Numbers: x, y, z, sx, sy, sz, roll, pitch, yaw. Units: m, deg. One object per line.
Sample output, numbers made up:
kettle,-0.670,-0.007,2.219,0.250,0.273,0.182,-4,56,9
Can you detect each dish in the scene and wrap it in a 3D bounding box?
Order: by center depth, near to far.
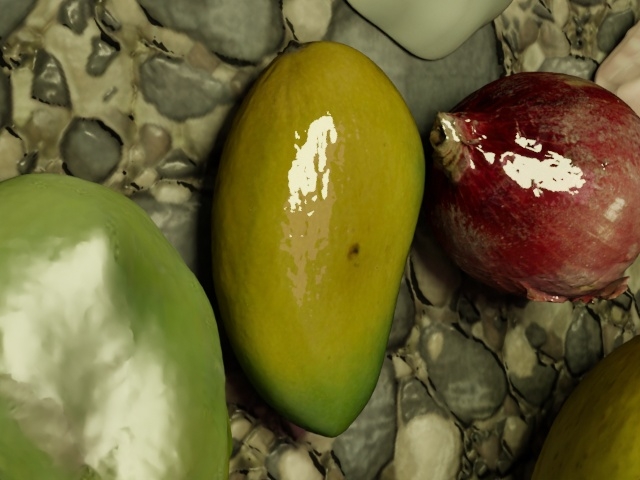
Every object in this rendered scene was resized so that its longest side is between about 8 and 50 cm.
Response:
dish,0.091,-0.220,0.930,0.191,0.066,0.190,0,91,-38

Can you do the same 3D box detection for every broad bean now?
broad bean,-0.121,0.072,0.746,0.169,0.100,0.228,-48,116,-35

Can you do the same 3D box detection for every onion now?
onion,0.130,-0.044,0.907,0.195,0.159,0.159,19,79,-43

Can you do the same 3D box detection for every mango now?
mango,-0.005,-0.003,0.841,0.137,0.091,0.237,16,81,-32

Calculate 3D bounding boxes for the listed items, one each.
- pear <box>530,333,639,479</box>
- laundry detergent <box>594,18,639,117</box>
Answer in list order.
pear,0.312,0.219,0.932,0.362,0.362,0.418,-53,145,-25
laundry detergent,0.358,-0.053,1.117,0.159,0.088,0.335,-39,121,8
